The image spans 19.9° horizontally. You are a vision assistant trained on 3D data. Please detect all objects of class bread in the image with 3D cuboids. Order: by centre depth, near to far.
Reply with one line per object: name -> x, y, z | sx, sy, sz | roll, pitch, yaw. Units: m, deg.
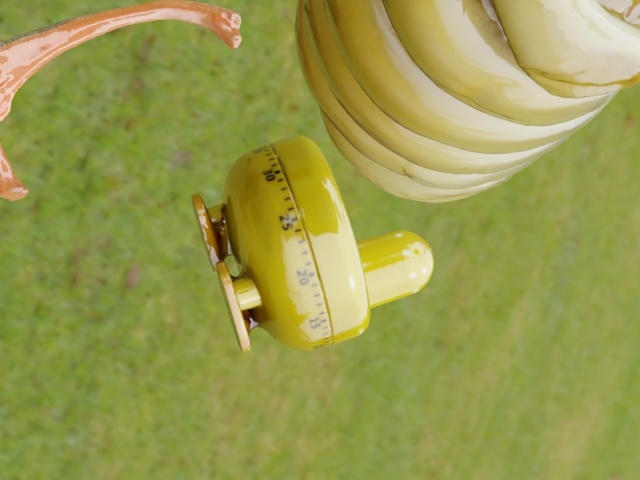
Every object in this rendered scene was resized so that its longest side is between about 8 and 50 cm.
bread -> 0.059, -0.108, 0.667 | 0.311, 0.121, 0.173 | 130, -20, -78

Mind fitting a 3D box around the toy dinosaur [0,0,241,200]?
toy dinosaur -> -0.162, -0.054, 0.822 | 0.279, 0.101, 0.055 | -9, 155, -21

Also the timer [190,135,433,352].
timer -> 0.000, 0.000, 0.901 | 0.107, 0.109, 0.107 | 162, -90, -84
